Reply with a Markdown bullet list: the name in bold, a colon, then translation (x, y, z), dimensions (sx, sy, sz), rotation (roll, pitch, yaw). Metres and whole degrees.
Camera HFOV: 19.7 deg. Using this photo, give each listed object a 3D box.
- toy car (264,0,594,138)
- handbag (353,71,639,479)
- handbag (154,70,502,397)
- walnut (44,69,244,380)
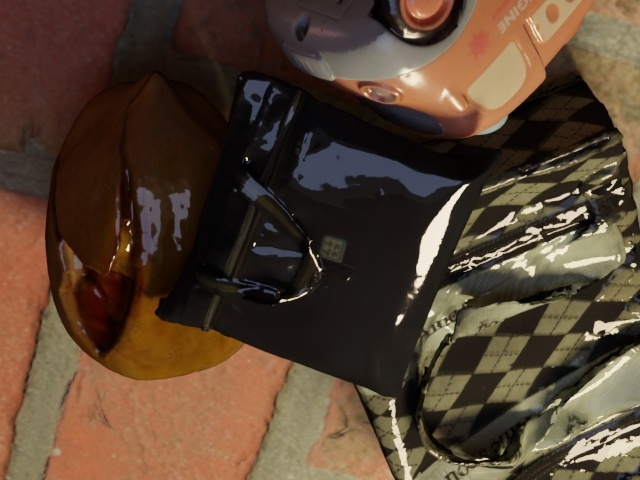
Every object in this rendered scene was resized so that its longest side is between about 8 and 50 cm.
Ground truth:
- **toy car**: translation (0.104, -0.192, 1.407), dimensions (0.270, 0.180, 0.212), rotation (-48, 126, -12)
- **handbag**: translation (0.178, 0.083, 1.638), dimensions (0.316, 0.180, 0.416), rotation (-23, 120, 2)
- **handbag**: translation (0.000, 0.000, 1.425), dimensions (0.211, 0.089, 0.254), rotation (17, 126, -5)
- **walnut**: translation (-0.137, -0.018, 1.563), dimensions (0.203, 0.203, 0.298), rotation (3, 123, 0)
